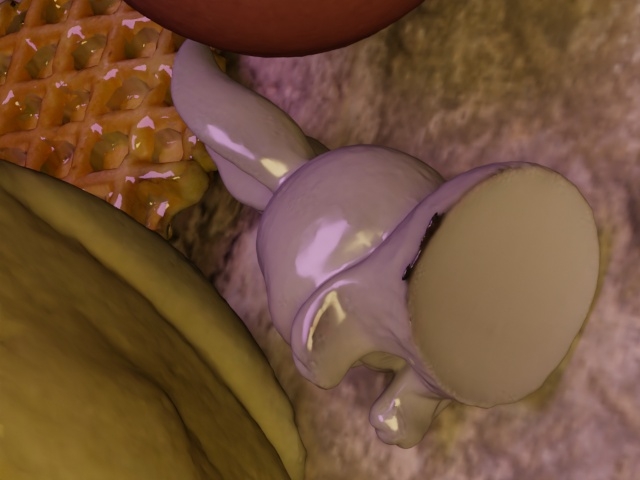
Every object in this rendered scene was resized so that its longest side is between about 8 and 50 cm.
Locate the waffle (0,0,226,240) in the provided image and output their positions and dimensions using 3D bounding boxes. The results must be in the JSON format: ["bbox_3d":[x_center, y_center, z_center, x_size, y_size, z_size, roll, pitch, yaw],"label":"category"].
[{"bbox_3d":[-0.152,-0.053,0.764,0.245,0.052,0.254,-41,48,5],"label":"waffle"}]

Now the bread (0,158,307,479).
[{"bbox_3d":[-0.156,0.113,0.550,0.237,0.320,0.320,-50,46,19],"label":"bread"}]

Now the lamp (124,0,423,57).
[{"bbox_3d":[0.001,-0.223,0.545,0.239,0.305,0.306,0,69,1],"label":"lamp"}]

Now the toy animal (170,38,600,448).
[{"bbox_3d":[0.000,0.000,0.590,0.220,0.103,0.131,25,94,47],"label":"toy animal"}]
